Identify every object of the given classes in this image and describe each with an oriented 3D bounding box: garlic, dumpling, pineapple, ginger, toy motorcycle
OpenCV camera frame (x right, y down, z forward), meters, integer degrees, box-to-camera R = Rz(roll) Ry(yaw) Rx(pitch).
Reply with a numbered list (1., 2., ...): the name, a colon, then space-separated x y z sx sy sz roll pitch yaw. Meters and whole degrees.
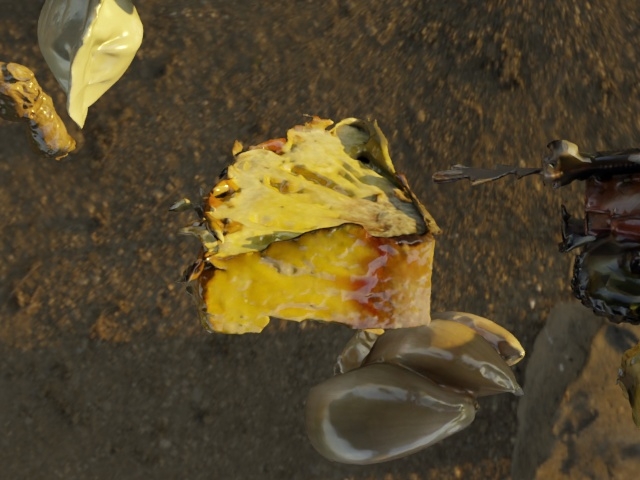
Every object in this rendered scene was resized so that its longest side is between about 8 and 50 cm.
1. garlic: 0.104 0.183 1.210 0.132 0.279 0.325 56 157 -6
2. dumpling: -0.285 -0.251 1.153 0.126 0.166 0.216 35 108 -26
3. pineapple: 0.000 0.000 0.685 0.186 0.236 0.114 13 125 23
4. ginger: -0.463 -0.195 1.478 0.122 0.290 0.084 1 67 8
5. toy motorcycle: 0.300 -0.021 0.795 0.401 0.207 0.134 -2 144 18

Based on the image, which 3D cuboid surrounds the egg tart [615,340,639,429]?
1. egg tart: 0.321 0.171 0.643 0.290 0.290 0.115 31 84 0
